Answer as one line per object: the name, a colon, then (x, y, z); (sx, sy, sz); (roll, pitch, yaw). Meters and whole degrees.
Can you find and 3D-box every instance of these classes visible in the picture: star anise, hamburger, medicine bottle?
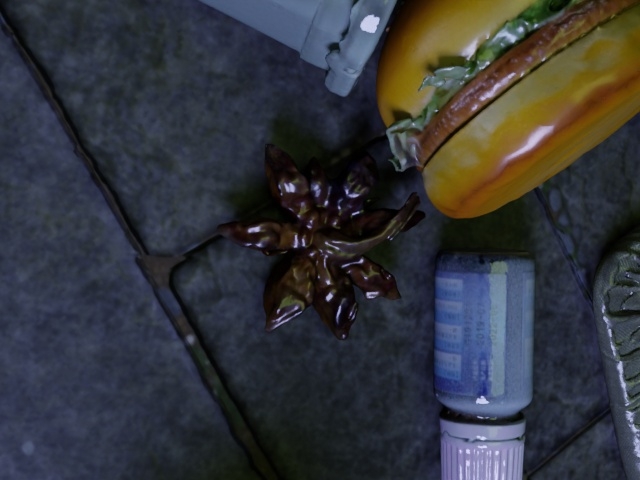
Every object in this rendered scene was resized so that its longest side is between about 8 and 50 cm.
star anise: (0.000, -0.001, 0.769); (0.168, 0.057, 0.167); (-1, 96, -13)
hamburger: (0.141, -0.135, 0.733); (0.246, 0.246, 0.170); (-29, 81, -19)
medicine bottle: (0.133, 0.108, 0.812); (0.084, 0.083, 0.203); (0, 91, -23)

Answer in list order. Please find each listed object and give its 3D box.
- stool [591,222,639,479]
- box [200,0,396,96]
stool: (0.431, 0.112, 0.863); (0.310, 0.226, 0.310); (-22, 102, -20)
box: (0.004, -0.283, 0.696); (0.183, 0.175, 0.311); (22, 84, -4)
